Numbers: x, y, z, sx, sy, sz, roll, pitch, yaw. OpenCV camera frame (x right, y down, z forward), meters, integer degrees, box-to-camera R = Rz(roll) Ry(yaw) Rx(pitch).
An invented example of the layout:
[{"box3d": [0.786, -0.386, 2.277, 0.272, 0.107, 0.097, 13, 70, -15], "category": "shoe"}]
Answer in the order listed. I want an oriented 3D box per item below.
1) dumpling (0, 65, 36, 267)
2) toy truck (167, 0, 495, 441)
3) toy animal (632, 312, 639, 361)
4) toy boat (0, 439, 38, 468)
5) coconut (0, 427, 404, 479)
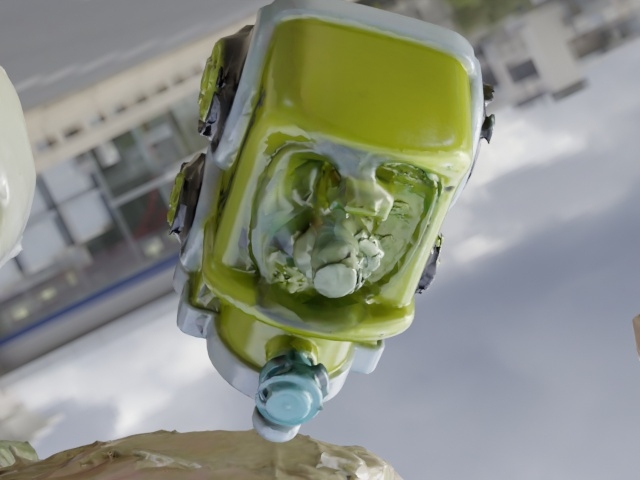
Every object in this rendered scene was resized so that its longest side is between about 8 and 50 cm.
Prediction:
[{"box3d": [-0.235, -0.027, 0.910, 0.193, 0.147, 0.258, -18, -153, -11], "category": "dumpling"}, {"box3d": [0.000, 0.000, 0.481, 0.076, 0.111, 0.077, 11, -143, -10], "category": "toy truck"}, {"box3d": [0.312, 0.112, 1.073, 0.248, 0.165, 0.149, 11, 136, -17], "category": "toy animal"}, {"box3d": [-0.177, 0.147, 0.905, 0.071, 0.089, 0.185, -15, 133, -48], "category": "toy boat"}, {"box3d": [-0.097, 0.285, 0.686, 0.405, 0.404, 0.404, -26, -175, 2], "category": "coconut"}]
